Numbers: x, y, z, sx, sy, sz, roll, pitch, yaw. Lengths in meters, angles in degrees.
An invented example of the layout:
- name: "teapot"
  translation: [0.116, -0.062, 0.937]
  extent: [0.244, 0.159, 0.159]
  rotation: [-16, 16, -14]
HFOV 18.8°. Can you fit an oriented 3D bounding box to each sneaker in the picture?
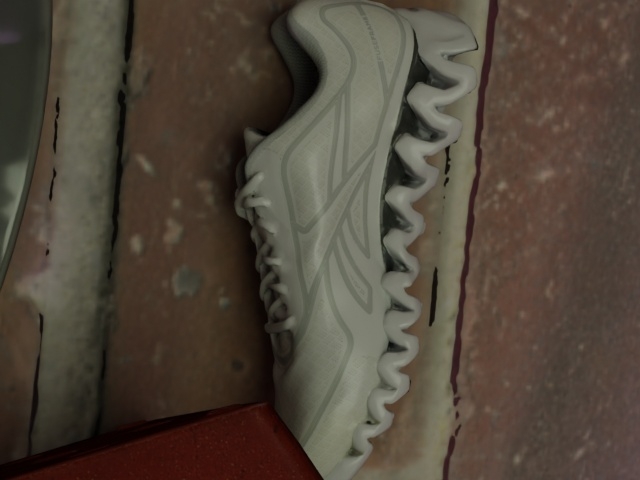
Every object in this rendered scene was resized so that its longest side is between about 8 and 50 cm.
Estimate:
- name: "sneaker"
  translation: [0.000, 0.000, 1.098]
  extent: [0.118, 0.110, 0.292]
  rotation: [15, 80, -21]

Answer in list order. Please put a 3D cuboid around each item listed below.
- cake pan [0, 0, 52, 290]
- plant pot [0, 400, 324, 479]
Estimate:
- name: "cake pan"
  translation: [-0.199, -0.029, 0.906]
  extent: [0.054, 0.293, 0.293]
  rotation: [15, 88, 6]
- name: "plant pot"
  translation: [-0.103, 0.220, 0.982]
  extent: [0.267, 0.267, 0.236]
  rotation: [-14, 88, -26]
